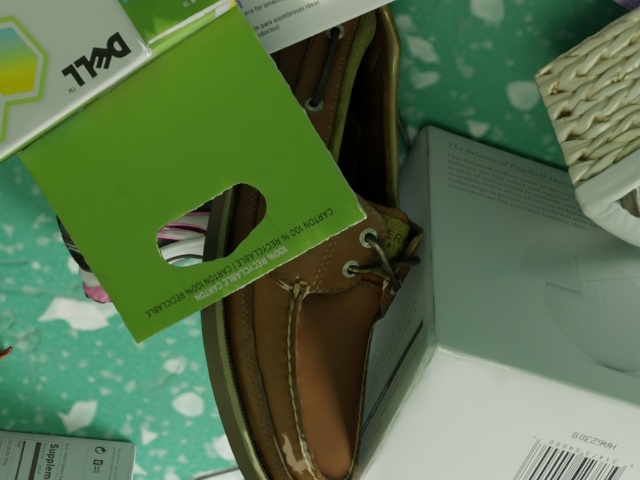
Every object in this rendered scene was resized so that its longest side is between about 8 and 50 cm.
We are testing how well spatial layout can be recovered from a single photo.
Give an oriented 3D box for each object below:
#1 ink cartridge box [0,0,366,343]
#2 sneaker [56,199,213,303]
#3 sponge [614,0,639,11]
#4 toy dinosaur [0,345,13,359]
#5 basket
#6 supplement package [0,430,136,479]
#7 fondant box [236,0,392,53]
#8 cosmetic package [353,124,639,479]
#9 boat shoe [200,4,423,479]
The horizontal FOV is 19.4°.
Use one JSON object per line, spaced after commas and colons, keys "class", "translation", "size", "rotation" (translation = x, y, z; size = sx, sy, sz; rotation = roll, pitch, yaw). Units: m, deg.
{"class": "ink cartridge box", "translation": [-0.125, -0.069, 0.959], "size": [0.189, 0.097, 0.255], "rotation": [-29, 96, 34]}
{"class": "sneaker", "translation": [-0.091, -0.027, 1.183], "size": [0.178, 0.072, 0.077], "rotation": [-27, 110, 12]}
{"class": "sponge", "translation": [0.143, -0.225, 1.064], "size": [0.210, 0.031, 0.117], "rotation": [30, 119, -19]}
{"class": "toy dinosaur", "translation": [-0.272, 0.083, 1.290], "size": [0.082, 0.047, 0.090], "rotation": [40, 83, -13]}
{"class": "basket", "translation": [0.224, -0.083, 1.097], "size": [0.167, 0.103, 0.113], "rotation": [-31, 153, 21]}
{"class": "supplement package", "translation": [-0.215, 0.299, 1.323], "size": [0.145, 0.204, 0.262], "rotation": [5, 124, -3]}
{"class": "fondant box", "translation": [-0.040, -0.274, 0.971], "size": [0.238, 0.096, 0.330], "rotation": [-21, 114, 15]}
{"class": "cosmetic package", "translation": [0.143, 0.071, 1.149], "size": [0.224, 0.224, 0.138], "rotation": [18, 126, -11]}
{"class": "boat shoe", "translation": [0.000, 0.000, 1.067], "size": [0.104, 0.307, 0.111], "rotation": [-10, 166, 23]}
